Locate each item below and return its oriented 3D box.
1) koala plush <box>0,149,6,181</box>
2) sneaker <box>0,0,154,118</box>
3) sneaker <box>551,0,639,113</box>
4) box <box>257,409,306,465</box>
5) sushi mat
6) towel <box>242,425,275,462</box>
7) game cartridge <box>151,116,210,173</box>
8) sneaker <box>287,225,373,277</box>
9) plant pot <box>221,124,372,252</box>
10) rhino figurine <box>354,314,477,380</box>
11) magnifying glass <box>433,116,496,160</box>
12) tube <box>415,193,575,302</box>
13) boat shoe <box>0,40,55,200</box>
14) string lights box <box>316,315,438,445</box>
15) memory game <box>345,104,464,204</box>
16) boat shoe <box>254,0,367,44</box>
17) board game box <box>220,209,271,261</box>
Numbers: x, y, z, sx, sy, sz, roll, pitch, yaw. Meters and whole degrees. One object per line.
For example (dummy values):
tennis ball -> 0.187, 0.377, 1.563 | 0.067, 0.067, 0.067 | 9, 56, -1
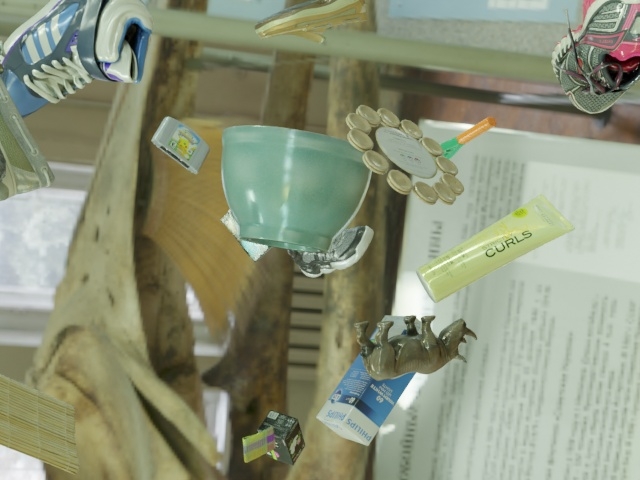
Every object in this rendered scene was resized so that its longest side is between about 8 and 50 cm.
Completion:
koala plush -> -0.539, -0.132, 1.220 | 0.221, 0.203, 0.196 | 106, 145, -62
sneaker -> -0.430, -0.310, 1.612 | 0.236, 0.130, 0.323 | 38, 89, 34
sneaker -> 0.378, -0.237, 1.217 | 0.299, 0.121, 0.112 | 61, -152, -73
box -> -0.071, 0.365, 1.687 | 0.052, 0.062, 0.083 | -53, -37, -37
sushi mat -> -0.541, 0.297, 1.588 | 0.019, 0.316, 0.151 | -37, 45, 14
towel -> -0.107, 0.352, 1.576 | 0.009, 0.060, 0.083 | 56, 159, 35
game cartridge -> -0.204, -0.142, 1.346 | 0.017, 0.083, 0.056 | -27, 33, 46
sneaker -> 0.000, 0.000, 2.233 | 0.268, 0.153, 0.101 | -25, 35, 48
plant pot -> -0.053, -0.083, 1.700 | 0.293, 0.293, 0.196 | 167, 112, -76
rhino figurine -> 0.175, 0.185, 1.610 | 0.073, 0.243, 0.106 | -2, 92, 63
magnifying glass -> 0.286, -0.205, 1.967 | 0.231, 0.092, 0.026 | -33, 71, 46
tube -> 0.263, 0.011, 1.404 | 0.070, 0.240, 0.062 | 61, 177, 2
boat shoe -> -0.513, -0.223, 1.422 | 0.118, 0.103, 0.320 | -24, 86, 60
string lights box -> 0.113, 0.274, 1.829 | 0.260, 0.077, 0.133 | -54, 16, -16
memory game -> 0.111, -0.113, 1.207 | 0.012, 0.186, 0.186 | -53, 31, 33
boat shoe -> -0.012, -0.357, 1.507 | 0.068, 0.190, 0.072 | -115, 7, -68
board game box -> -0.127, -0.051, 1.983 | 0.186, 0.126, 0.026 | -43, -5, 40
